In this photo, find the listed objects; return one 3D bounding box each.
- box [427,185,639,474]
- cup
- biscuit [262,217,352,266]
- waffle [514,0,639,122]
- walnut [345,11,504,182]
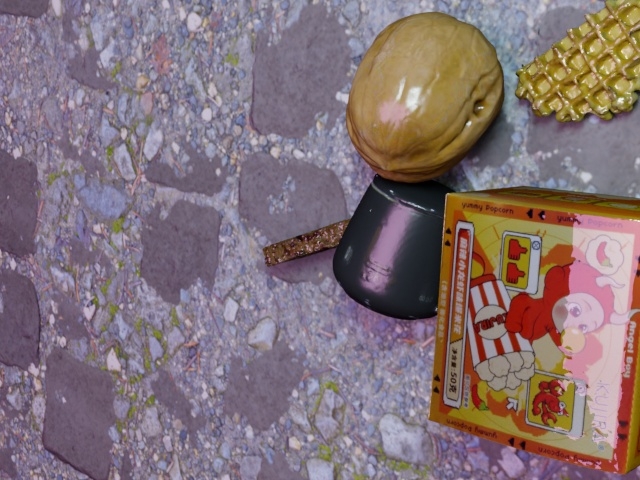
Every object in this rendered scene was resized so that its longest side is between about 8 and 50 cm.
[{"bbox_3d":[0.290,0.090,1.238,0.259,0.214,0.283,10,100,37],"label":"box"},{"bbox_3d":[0.134,0.015,1.400,0.223,0.169,0.176,30,107,30],"label":"cup"},{"bbox_3d":[0.000,0.000,1.572,0.199,0.064,0.034,-19,86,40],"label":"biscuit"},{"bbox_3d":[0.319,-0.223,1.277,0.192,0.046,0.160,7,104,39],"label":"waffle"},{"bbox_3d":[0.129,-0.177,1.332,0.195,0.222,0.195,26,157,12],"label":"walnut"}]
